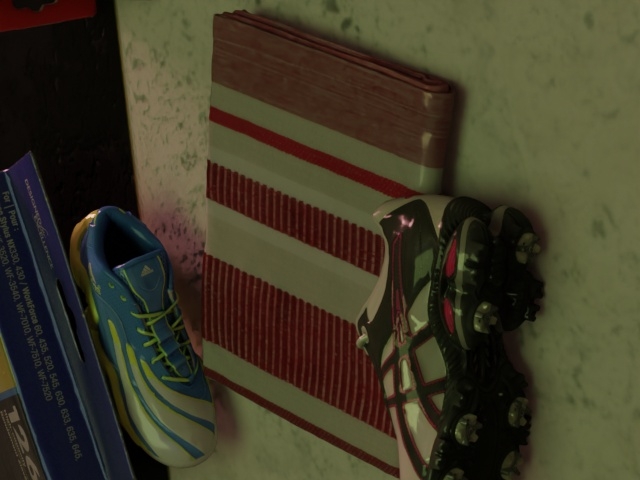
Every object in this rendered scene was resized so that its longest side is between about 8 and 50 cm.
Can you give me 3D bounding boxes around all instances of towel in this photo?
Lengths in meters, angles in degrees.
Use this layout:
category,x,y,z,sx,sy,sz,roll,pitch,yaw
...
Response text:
category,x,y,z,sx,sy,sz,roll,pitch,yaw
towel,0.000,0.000,1.493,0.237,0.037,0.329,25,122,38

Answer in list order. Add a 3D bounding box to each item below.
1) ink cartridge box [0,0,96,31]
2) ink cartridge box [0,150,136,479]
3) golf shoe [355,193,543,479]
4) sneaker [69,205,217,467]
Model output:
category,x,y,z,sx,sy,sz,roll,pitch,yaw
ink cartridge box,-0.283,-0.294,1.625,0.078,0.134,0.231,-4,100,49
ink cartridge box,-0.281,0.097,1.739,0.307,0.072,0.303,-27,80,69
golf shoe,0.087,0.098,1.379,0.120,0.105,0.273,16,105,39
sneaker,-0.154,0.077,1.612,0.240,0.091,0.126,63,165,13
